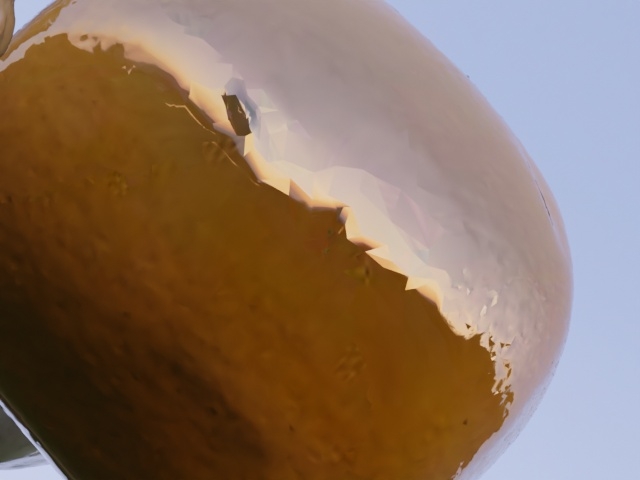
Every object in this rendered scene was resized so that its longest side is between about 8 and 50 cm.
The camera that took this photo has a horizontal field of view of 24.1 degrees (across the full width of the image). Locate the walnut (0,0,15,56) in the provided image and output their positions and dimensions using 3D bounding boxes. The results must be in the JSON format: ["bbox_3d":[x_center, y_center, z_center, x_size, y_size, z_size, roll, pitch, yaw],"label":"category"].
[{"bbox_3d":[-0.248,-0.121,0.705,0.225,0.225,0.261,50,-2,-16],"label":"walnut"}]

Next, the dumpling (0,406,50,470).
[{"bbox_3d":[-0.237,0.115,1.224,0.162,0.250,0.132,-29,-111,28],"label":"dumpling"}]

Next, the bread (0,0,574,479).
[{"bbox_3d":[-0.035,0.003,0.913,0.376,0.348,0.253,49,-28,3],"label":"bread"}]

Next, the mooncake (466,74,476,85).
[{"bbox_3d":[0.000,0.000,1.422,0.246,0.394,0.393,9,-11,-31],"label":"mooncake"}]
